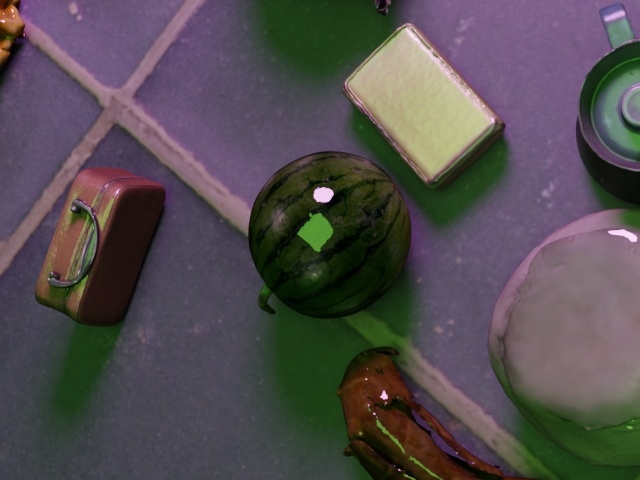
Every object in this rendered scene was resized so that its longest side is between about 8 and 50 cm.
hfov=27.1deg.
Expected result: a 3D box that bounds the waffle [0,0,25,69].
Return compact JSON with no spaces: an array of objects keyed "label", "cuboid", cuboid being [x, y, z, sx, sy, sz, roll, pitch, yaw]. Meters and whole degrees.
[{"label":"waffle","cuboid":[-0.538,-0.290,1.735,0.324,0.151,0.261,-46,80,14]}]

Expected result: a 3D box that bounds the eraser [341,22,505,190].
[{"label":"eraser","cuboid":[0.122,-0.156,1.564,0.117,0.058,0.172,-44,76,11]}]

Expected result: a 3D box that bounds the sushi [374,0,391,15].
[{"label":"sushi","cuboid":[0.002,-0.395,1.540,0.274,0.184,0.139,34,112,4]}]

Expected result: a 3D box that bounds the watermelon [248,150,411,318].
[{"label":"watermelon","cuboid":[0.000,0.000,1.529,0.214,0.188,0.188,-36,77,6]}]

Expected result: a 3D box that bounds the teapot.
[{"label":"teapot","cuboid":[0.343,-0.143,1.406,0.171,0.225,0.203,-20,82,15]}]

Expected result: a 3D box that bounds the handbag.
[{"label":"handbag","cuboid":[-0.271,0.006,1.633,0.072,0.151,0.193,24,93,19]}]

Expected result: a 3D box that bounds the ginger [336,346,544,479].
[{"label":"ginger","cuboid":[0.132,0.253,1.521,0.309,0.107,0.133,42,76,16]}]

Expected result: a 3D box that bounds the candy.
[{"label":"candy","cuboid":[0.327,0.102,1.424,0.295,0.185,0.295,5,99,31]}]
